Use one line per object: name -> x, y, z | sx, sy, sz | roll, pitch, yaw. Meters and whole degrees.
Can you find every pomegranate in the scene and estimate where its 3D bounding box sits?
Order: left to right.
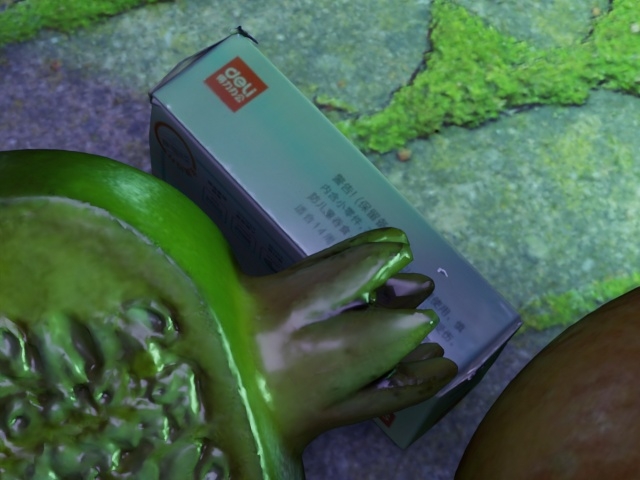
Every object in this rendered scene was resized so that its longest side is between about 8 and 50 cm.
pomegranate -> -0.103, 0.088, 0.790 | 0.358, 0.216, 0.310 | -20, 92, 0

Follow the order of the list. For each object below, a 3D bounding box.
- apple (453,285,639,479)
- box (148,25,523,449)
apple -> 0.254, 0.204, 0.752 | 0.400, 0.333, 0.400 | 11, 50, -14
box -> 0.000, 0.000, 0.900 | 0.079, 0.135, 0.269 | -40, 76, -20
